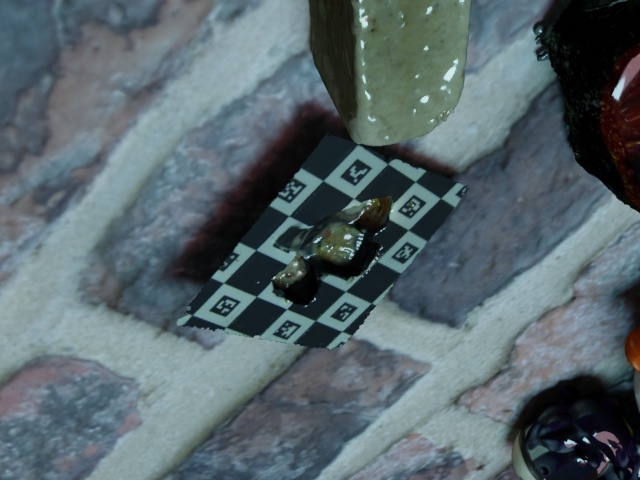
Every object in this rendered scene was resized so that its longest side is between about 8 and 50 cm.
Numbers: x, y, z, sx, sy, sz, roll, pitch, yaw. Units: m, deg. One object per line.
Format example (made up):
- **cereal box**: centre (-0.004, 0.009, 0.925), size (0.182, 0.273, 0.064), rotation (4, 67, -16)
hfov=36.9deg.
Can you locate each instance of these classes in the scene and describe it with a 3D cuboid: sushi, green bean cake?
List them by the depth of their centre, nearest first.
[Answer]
- **green bean cake**: centre (0.043, -0.163, 0.626), size (0.085, 0.109, 0.179), rotation (-15, 135, -10)
- **sushi**: centre (0.269, -0.110, 0.768), size (0.136, 0.126, 0.225), rotation (-29, 130, 8)
- **sushi**: centre (0.000, 0.000, 0.816), size (0.193, 0.040, 0.210), rotation (16, 122, -42)

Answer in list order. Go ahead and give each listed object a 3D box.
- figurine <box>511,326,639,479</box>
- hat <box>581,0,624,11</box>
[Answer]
- **figurine**: centre (0.402, 0.203, 1.074), size (0.306, 0.241, 0.412), rotation (31, 136, -15)
- **hat**: centre (0.238, -0.261, 0.592), size (0.265, 0.265, 0.128), rotation (-39, 97, 15)
